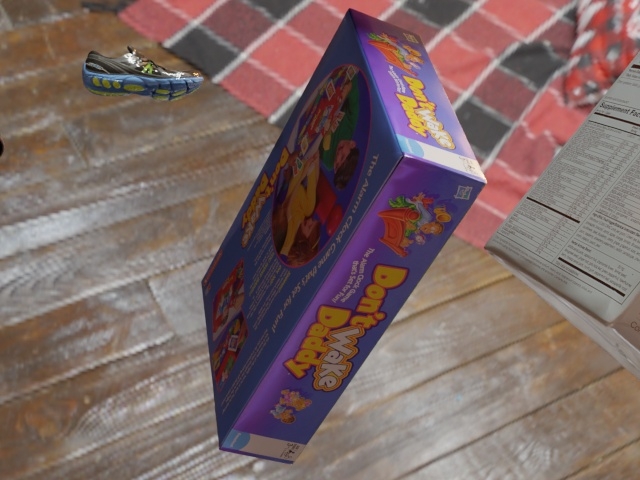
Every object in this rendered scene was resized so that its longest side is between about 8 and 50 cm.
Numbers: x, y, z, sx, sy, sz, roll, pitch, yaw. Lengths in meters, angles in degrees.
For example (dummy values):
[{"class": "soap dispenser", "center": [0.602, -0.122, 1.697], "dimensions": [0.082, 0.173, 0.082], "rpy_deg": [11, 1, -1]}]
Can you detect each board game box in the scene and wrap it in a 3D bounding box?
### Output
[{"class": "board game box", "center": [0.000, 0.000, 1.003], "dimensions": [0.078, 0.347, 0.233], "rpy_deg": [16, 35, -23]}]

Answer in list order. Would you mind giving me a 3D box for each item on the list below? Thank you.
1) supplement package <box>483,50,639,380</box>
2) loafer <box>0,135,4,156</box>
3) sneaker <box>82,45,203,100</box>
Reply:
[{"class": "supplement package", "center": [0.250, -0.001, 0.647], "dimensions": [0.194, 0.149, 0.203], "rpy_deg": [38, 91, -24]}, {"class": "loafer", "center": [-0.503, -0.172, 1.509], "dimensions": [0.095, 0.302, 0.109], "rpy_deg": [39, 86, 2]}, {"class": "sneaker", "center": [-0.268, -0.259, 1.684], "dimensions": [0.188, 0.067, 0.078], "rpy_deg": [2, 70, -22]}]
